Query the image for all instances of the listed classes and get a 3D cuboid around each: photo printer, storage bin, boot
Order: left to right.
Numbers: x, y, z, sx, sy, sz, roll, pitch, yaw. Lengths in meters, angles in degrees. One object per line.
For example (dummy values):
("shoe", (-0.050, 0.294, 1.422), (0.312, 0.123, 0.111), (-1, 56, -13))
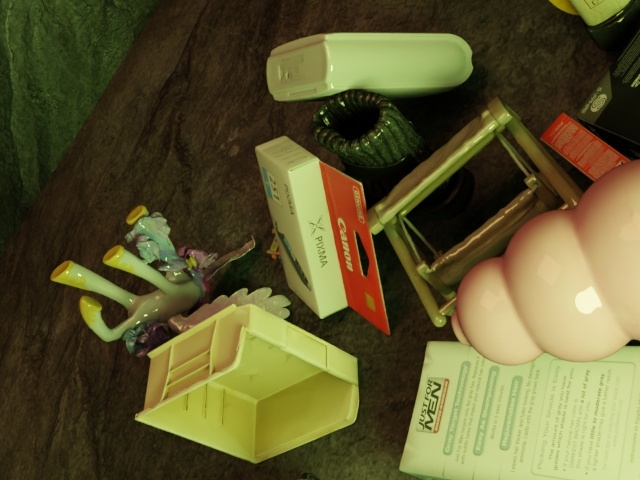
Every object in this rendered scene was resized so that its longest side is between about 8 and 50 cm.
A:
("storage bin", (-0.112, 0.239, 1.397), (0.260, 0.262, 0.123), (-30, 44, 34))
("boot", (0.058, -0.127, 1.442), (0.348, 0.260, 0.131), (-12, 58, 44))
("photo printer", (0.093, -0.303, 1.496), (0.256, 0.308, 0.107), (10, 105, 64))

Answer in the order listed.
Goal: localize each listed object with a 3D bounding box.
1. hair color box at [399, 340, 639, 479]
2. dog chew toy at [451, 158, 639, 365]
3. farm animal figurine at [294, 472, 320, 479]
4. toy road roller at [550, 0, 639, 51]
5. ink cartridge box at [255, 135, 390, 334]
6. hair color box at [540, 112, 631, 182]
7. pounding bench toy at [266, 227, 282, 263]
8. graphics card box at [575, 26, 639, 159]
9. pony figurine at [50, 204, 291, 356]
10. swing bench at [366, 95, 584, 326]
("hair color box", (0.289, 0.233, 1.062), (0.375, 0.114, 0.185), (-5, 62, 47))
("dog chew toy", (0.301, 0.043, 0.958), (0.332, 0.207, 0.206), (-26, 48, 25))
("farm animal figurine", (-0.047, 0.450, 1.175), (0.330, 0.172, 0.326), (-24, 19, 25))
("toy road roller", (0.470, -0.468, 1.255), (0.330, 0.202, 0.240), (-32, 31, 30))
("ink cartridge box", (0.000, 0.000, 1.424), (0.066, 0.296, 0.261), (-24, 32, -19))
("hair color box", (0.392, -0.104, 1.184), (0.053, 0.093, 0.167), (-50, 39, 14))
("pounding bench toy", (-0.073, 0.011, 1.676), (0.083, 0.052, 0.065), (9, 73, 51))
("graphics card box", (0.530, -0.174, 1.071), (0.232, 0.094, 0.371), (-56, 38, 6))
("pony figurine", (-0.279, 0.110, 1.662), (0.351, 0.363, 0.302), (-37, 33, 4))
("swing bench", (0.221, -0.043, 1.209), (0.253, 0.165, 0.254), (-43, 60, 18))
